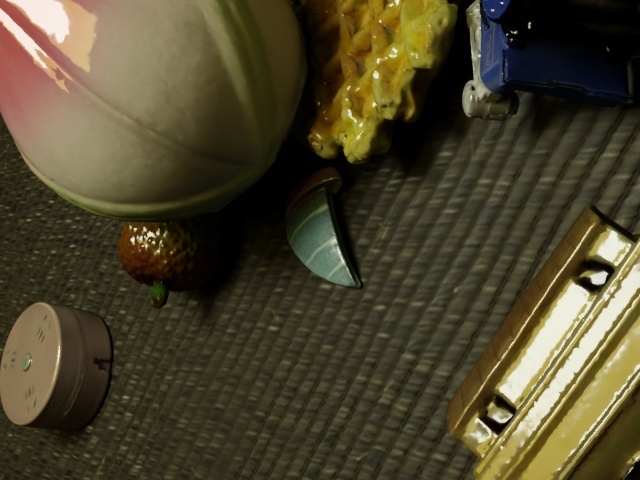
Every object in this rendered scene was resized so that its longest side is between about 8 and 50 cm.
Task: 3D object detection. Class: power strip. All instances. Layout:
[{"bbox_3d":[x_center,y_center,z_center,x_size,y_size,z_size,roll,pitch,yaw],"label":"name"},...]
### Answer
[{"bbox_3d":[-0.326,0.154,1.366,0.154,0.078,0.154,-18,65,45],"label":"power strip"}]

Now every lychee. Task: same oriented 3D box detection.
[{"bbox_3d":[-0.159,0.003,1.194,0.114,0.114,0.146,-5,67,48],"label":"lychee"}]

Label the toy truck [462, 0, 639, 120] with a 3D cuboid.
[{"bbox_3d":[0.181,-0.204,0.866,0.177,0.161,0.213,146,130,-68],"label":"toy truck"}]

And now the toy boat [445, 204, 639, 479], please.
[{"bbox_3d":[0.201,0.074,0.755,0.445,0.136,0.162,-56,47,13],"label":"toy boat"}]

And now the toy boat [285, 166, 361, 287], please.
[{"bbox_3d":[0.000,0.001,1.075,0.096,0.034,0.122,-41,51,41],"label":"toy boat"}]

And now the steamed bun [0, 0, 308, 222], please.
[{"bbox_3d":[-0.188,-0.175,1.047,0.309,0.309,0.309,-19,64,45],"label":"steamed bun"}]

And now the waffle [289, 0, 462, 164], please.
[{"bbox_3d":[0.043,-0.225,1.055,0.325,0.068,0.302,32,104,57],"label":"waffle"}]
